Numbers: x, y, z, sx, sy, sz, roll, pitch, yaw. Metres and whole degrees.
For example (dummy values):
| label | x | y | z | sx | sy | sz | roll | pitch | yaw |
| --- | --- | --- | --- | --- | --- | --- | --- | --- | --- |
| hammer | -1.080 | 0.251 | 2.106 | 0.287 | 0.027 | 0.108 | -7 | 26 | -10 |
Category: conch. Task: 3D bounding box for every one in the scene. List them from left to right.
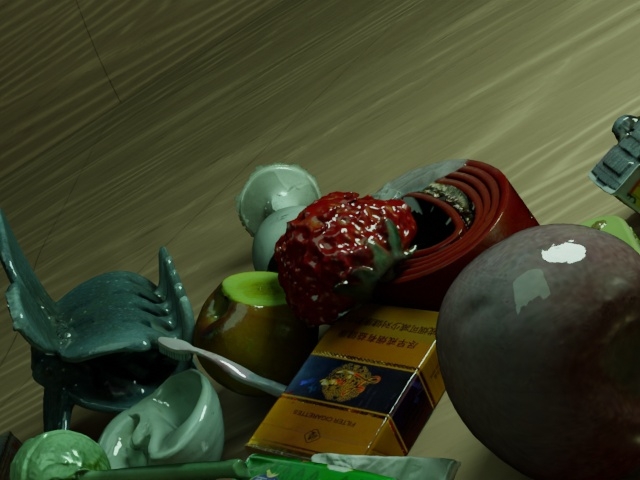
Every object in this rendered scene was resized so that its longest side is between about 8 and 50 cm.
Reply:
| label | x | y | z | sx | sy | sz | roll | pitch | yaw |
| --- | --- | --- | --- | --- | --- | --- | --- | --- | --- |
| conch | -0.185 | 0.248 | 1.414 | 0.221 | 0.121 | 0.185 | -17 | 62 | 51 |

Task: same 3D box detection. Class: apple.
| label | x | y | z | sx | sy | sz | roll | pitch | yaw |
| --- | --- | --- | --- | --- | --- | --- | --- | --- | --- |
| apple | -0.083 | 0.117 | 1.490 | 0.146 | 0.147 | 0.163 | 16 | 86 | 58 |

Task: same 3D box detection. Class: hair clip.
| label | x | y | z | sx | sy | sz | roll | pitch | yaw |
| --- | --- | --- | --- | --- | --- | --- | --- | --- | --- |
| hair clip | -0.301 | 0.141 | 1.623 | 0.238 | 0.392 | 0.318 | -12 | 18 | -12 |

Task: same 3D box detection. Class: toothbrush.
| label | x | y | z | sx | sy | sz | roll | pitch | yaw |
| --- | --- | --- | --- | --- | --- | --- | --- | --- | --- |
| toothbrush | -0.079 | 0.166 | 1.399 | 0.269 | 0.027 | 0.021 | 18 | 46 | 17 |

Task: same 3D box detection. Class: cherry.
| label | x | y | z | sx | sy | sz | roll | pitch | yaw |
| --- | --- | --- | --- | --- | --- | --- | --- | --- | --- |
| cherry | 0.197 | 0.102 | 1.046 | 0.239 | 0.239 | 0.206 | -8 | 18 | 48 |

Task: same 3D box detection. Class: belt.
| label | x | y | z | sx | sy | sz | roll | pitch | yaw |
| --- | --- | --- | --- | --- | --- | --- | --- | --- | --- |
| belt | 0.140 | 0.009 | 1.456 | 0.227 | 0.115 | 0.324 | -42 | 23 | -13 |

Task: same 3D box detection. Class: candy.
| label | x | y | z | sx | sy | sz | roll | pitch | yaw |
| --- | --- | --- | --- | --- | --- | --- | --- | --- | --- |
| candy | -0.210 | 0.250 | 1.236 | 0.440 | 0.119 | 0.119 | -18 | 28 | 51 |

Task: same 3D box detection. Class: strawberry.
| label | x | y | z | sx | sy | sz | roll | pitch | yaw |
| --- | --- | --- | --- | --- | --- | --- | --- | --- | --- |
| strawberry | 0.000 | 0.000 | 1.405 | 0.190 | 0.111 | 0.236 | -51 | 24 | -14 |

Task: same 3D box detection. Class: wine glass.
| label | x | y | z | sx | sy | sz | roll | pitch | yaw |
| --- | --- | --- | --- | --- | --- | --- | --- | --- | --- |
| wine glass | -0.044 | -0.005 | 1.712 | 0.143 | 0.143 | 0.321 | -33 | 24 | 6 |

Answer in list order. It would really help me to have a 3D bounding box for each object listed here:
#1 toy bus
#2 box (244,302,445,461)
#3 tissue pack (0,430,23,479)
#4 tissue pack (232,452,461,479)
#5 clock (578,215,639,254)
| label | x | y | z | sx | sy | sz | roll | pitch | yaw |
| --- | --- | --- | --- | --- | --- | --- | --- | --- | --- |
| toy bus | 0.425 | -0.141 | 1.301 | 0.268 | 0.106 | 0.092 | -50 | 22 | 10 |
| box | 0.043 | 0.175 | 1.296 | 0.152 | 0.070 | 0.237 | 5 | 46 | 37 |
| tissue pack | -0.507 | 0.367 | 1.741 | 0.109 | 0.060 | 0.148 | -28 | 25 | 14 |
| tissue pack | 0.029 | 0.265 | 1.078 | 0.209 | 0.148 | 0.156 | -5 | 39 | 51 |
| clock | 0.246 | 0.074 | 1.246 | 0.232 | 0.069 | 0.170 | -30 | 24 | 16 |
